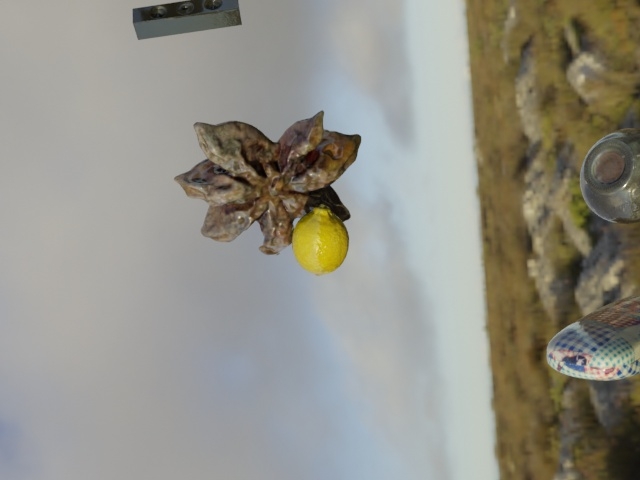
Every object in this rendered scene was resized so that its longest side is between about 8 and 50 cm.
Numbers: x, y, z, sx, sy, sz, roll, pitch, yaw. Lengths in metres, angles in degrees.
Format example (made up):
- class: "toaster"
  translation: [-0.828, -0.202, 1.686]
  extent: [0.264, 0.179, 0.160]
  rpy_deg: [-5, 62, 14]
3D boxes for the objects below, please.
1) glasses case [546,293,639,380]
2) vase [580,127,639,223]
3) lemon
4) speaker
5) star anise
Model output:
- class: "glasses case"
  translation: [0.445, 0.134, 1.432]
  extent: [0.327, 0.125, 0.076]
  rpy_deg: [-14, -76, -45]
- class: "vase"
  translation: [0.411, -0.072, 1.267]
  extent: [0.182, 0.120, 0.120]
  rpy_deg: [14, -112, -43]
- class: "lemon"
  translation: [0.000, 0.000, 1.071]
  extent: [0.062, 0.062, 0.083]
  rpy_deg: [-71, -13, -67]
- class: "speaker"
  translation: [-0.239, -0.401, 1.793]
  extent: [0.046, 0.191, 0.040]
  rpy_deg: [82, 179, -55]
- class: "star anise"
  translation: [-0.056, -0.056, 1.119]
  extent: [0.073, 0.212, 0.197]
  rpy_deg: [-111, 17, -47]
